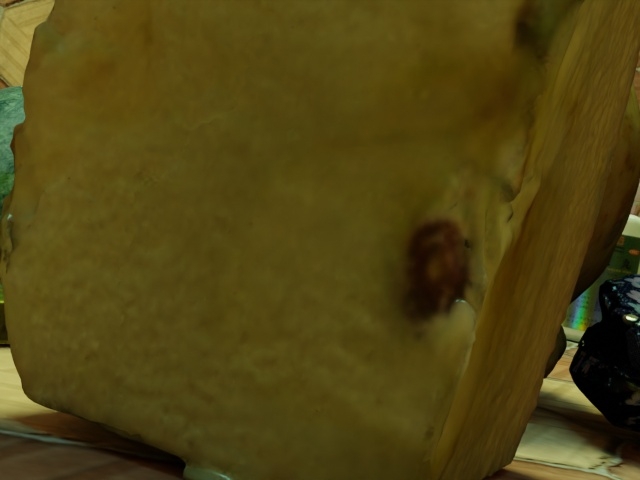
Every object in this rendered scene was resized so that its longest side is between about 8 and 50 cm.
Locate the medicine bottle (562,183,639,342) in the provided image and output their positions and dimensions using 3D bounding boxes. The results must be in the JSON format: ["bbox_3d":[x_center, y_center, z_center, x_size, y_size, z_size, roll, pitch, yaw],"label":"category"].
[{"bbox_3d":[0.365,0.025,1.510,0.115,0.219,0.078,11,2,13],"label":"medicine bottle"}]

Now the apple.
[{"bbox_3d":[0.030,-0.044,0.536,0.314,0.309,0.252,13,1,-23],"label":"apple"}]

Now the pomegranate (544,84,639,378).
[{"bbox_3d":[0.087,-0.037,0.885,0.342,0.343,0.342,11,2,-1],"label":"pomegranate"}]

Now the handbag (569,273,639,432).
[{"bbox_3d":[0.279,0.086,0.811,0.207,0.127,0.228,6,2,8],"label":"handbag"}]

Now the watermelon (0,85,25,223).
[{"bbox_3d":[-0.211,-0.077,1.129,0.175,0.188,0.322,-17,-10,29],"label":"watermelon"}]

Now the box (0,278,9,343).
[{"bbox_3d":[-0.192,0.041,0.775,0.121,0.030,0.193,13,4,31],"label":"box"}]
